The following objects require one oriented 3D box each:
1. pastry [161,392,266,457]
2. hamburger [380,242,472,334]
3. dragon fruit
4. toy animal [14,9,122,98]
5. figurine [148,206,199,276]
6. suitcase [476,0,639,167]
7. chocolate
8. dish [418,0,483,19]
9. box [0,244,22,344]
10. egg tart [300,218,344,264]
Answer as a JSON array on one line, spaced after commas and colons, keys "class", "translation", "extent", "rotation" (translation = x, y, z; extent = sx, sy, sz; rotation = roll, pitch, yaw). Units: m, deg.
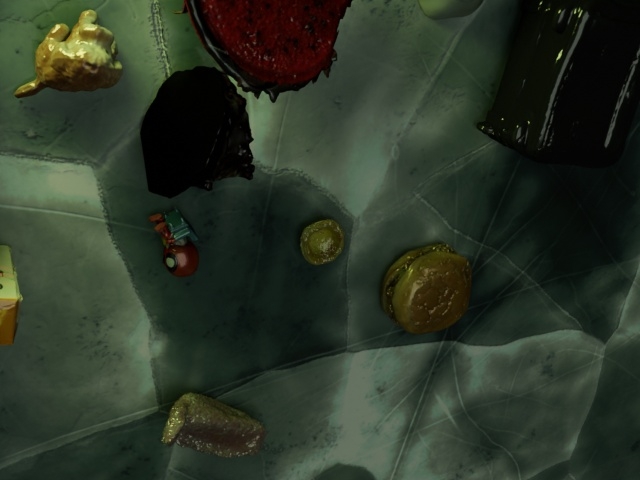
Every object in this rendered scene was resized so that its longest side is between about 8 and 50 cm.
[{"class": "pastry", "translation": [-0.236, 0.390, 1.611], "extent": [0.265, 0.112, 0.103], "rotation": [29, 95, -46]}, {"class": "hamburger", "translation": [0.235, 0.110, 1.692], "extent": [0.214, 0.108, 0.213], "rotation": [-14, 120, -25]}, {"class": "dragon fruit", "translation": [-0.112, -0.373, 1.236], "extent": [0.343, 0.100, 0.282], "rotation": [24, 75, -37]}, {"class": "toy animal", "translation": [-0.380, -0.250, 1.147], "extent": [0.184, 0.185, 0.104], "rotation": [-40, 127, -1]}, {"class": "figurine", "translation": [-0.263, 0.008, 1.418], "extent": [0.075, 0.068, 0.140], "rotation": [-25, 130, -16]}, {"class": "suitcase", "translation": [0.527, -0.330, 1.561], "extent": [0.339, 0.188, 0.345], "rotation": [-1, 115, -32]}, {"class": "chocolate", "translation": [-0.168, -0.170, 1.291], "extent": [0.206, 0.224, 0.177], "rotation": [-33, 148, 30]}, {"class": "dish", "translation": [0.261, -0.492, 1.401], "extent": [0.191, 0.066, 0.190], "rotation": [-11, 120, -20]}, {"class": "box", "translation": [-0.617, 0.075, 1.186], "extent": [0.274, 0.221, 0.091], "rotation": [5, 111, -26]}, {"class": "egg tart", "translation": [0.000, 0.000, 1.553], "extent": [0.105, 0.039, 0.105], "rotation": [-11, 120, -21]}]
